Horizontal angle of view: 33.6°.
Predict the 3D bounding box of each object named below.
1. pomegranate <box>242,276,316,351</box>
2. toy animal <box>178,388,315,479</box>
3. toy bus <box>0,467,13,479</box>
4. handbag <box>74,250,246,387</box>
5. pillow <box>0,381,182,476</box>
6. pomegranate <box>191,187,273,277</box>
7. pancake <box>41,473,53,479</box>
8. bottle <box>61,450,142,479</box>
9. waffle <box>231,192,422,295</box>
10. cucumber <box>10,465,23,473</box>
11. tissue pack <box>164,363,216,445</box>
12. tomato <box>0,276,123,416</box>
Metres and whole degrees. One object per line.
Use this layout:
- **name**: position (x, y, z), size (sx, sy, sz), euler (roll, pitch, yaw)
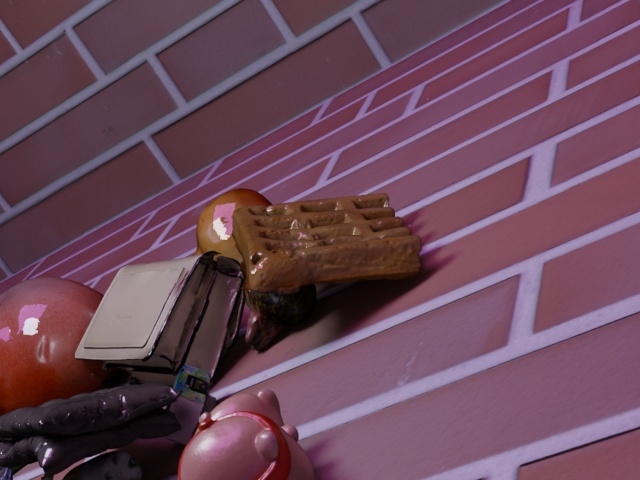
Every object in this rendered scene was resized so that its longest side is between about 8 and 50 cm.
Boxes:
- **pomegranate**: position (-0.086, 0.106, 1.863), size (0.163, 0.125, 0.138), euler (-42, 30, -22)
- **toy animal**: position (-0.099, 0.284, 1.353), size (0.171, 0.171, 0.197), euler (-34, 9, 2)
- **toy bus**: position (-0.619, 0.483, 1.917), size (0.167, 0.076, 0.073), euler (-38, 15, -6)
- **handbag**: position (-0.296, 0.148, 2.001), size (0.358, 0.160, 0.236), euler (-8, 59, 56)
- **pillow**: position (-0.382, 0.292, 1.675), size (0.228, 0.101, 0.326), euler (-10, -2, -33)
- **pomegranate**: position (-0.163, -0.007, 2.192), size (0.209, 0.209, 0.209), euler (-31, 17, 10)
- **pancake**: position (-0.460, 0.416, 1.715), size (0.129, 0.023, 0.116), euler (-63, 13, -10)
- **bottle**: position (-0.382, 0.401, 1.684), size (0.270, 0.083, 0.083), euler (-30, 15, 41)
- **waffle**: position (0.000, 0.000, 1.832), size (0.304, 0.077, 0.348), euler (-5, 17, -8)
- **cucumber**: position (-0.632, 0.428, 2.124), size (0.115, 0.062, 0.116), euler (-41, 16, -9)
- **tissue pack**: position (-0.210, 0.271, 1.734), size (0.111, 0.079, 0.085), euler (-90, 21, -71)
- **tomato**: position (-0.577, 0.219, 2.220), size (0.341, 0.273, 0.341), euler (-31, 13, 8)
